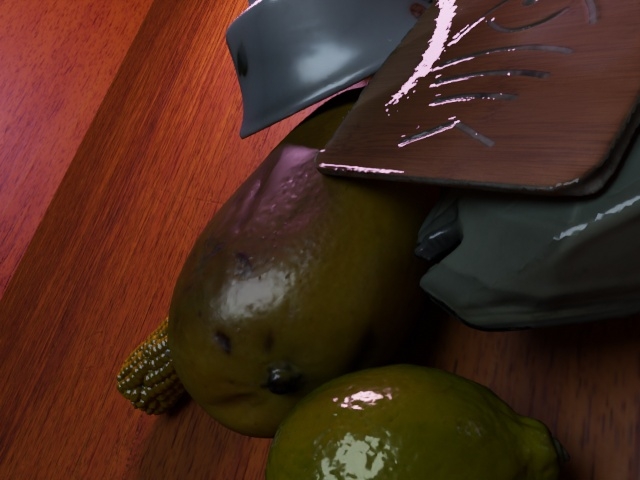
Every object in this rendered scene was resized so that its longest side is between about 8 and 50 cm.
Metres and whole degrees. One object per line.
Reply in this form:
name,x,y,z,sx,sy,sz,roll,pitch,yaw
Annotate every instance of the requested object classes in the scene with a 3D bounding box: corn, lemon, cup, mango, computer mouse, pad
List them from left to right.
corn,-0.174,0.130,0.918,0.313,0.102,0.102,-46,35,14
mango,0.000,0.000,0.721,0.301,0.220,0.445,-24,32,46
cup,0.016,-0.278,0.827,0.347,0.163,0.347,-26,11,5
lemon,0.063,0.188,0.501,0.248,0.184,0.184,-23,45,26
pad,0.155,-0.155,0.549,0.286,0.018,0.284,13,61,49
computer mouse,0.269,-0.060,0.482,0.429,0.145,0.228,-31,30,27
